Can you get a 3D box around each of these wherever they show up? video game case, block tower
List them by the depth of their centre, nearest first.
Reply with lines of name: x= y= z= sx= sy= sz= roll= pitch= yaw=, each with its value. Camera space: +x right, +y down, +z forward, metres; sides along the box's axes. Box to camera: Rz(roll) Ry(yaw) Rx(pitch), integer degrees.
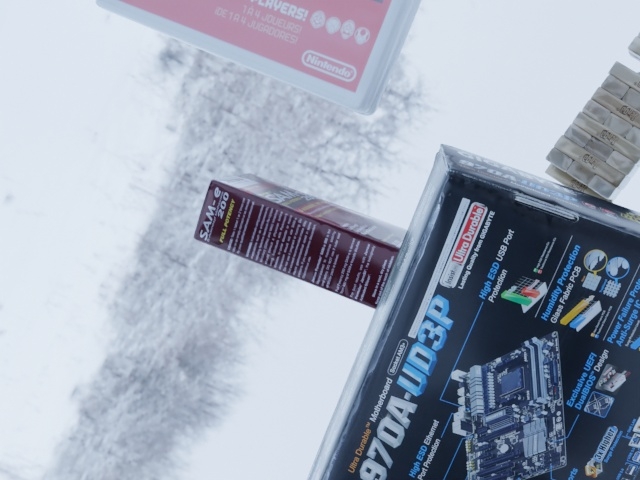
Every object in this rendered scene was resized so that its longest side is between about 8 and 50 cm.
video game case: x=-0.005 y=-0.240 z=0.519 sx=0.025 sy=0.204 sz=0.285 roll=3 pitch=111 yaw=-66
block tower: x=0.391 y=-0.193 z=1.025 sx=0.335 sy=0.091 sz=0.097 roll=-57 pitch=162 yaw=15

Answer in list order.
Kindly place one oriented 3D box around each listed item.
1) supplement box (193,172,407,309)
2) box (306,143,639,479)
supplement box: x=0.000 y=0.000 z=0.967 sx=0.130 sy=0.239 sz=0.073 roll=-27 pitch=135 yaw=-73
box: x=0.102 y=0.085 z=0.444 sx=0.051 sy=0.175 sz=0.220 roll=-83 pitch=-168 yaw=-72
